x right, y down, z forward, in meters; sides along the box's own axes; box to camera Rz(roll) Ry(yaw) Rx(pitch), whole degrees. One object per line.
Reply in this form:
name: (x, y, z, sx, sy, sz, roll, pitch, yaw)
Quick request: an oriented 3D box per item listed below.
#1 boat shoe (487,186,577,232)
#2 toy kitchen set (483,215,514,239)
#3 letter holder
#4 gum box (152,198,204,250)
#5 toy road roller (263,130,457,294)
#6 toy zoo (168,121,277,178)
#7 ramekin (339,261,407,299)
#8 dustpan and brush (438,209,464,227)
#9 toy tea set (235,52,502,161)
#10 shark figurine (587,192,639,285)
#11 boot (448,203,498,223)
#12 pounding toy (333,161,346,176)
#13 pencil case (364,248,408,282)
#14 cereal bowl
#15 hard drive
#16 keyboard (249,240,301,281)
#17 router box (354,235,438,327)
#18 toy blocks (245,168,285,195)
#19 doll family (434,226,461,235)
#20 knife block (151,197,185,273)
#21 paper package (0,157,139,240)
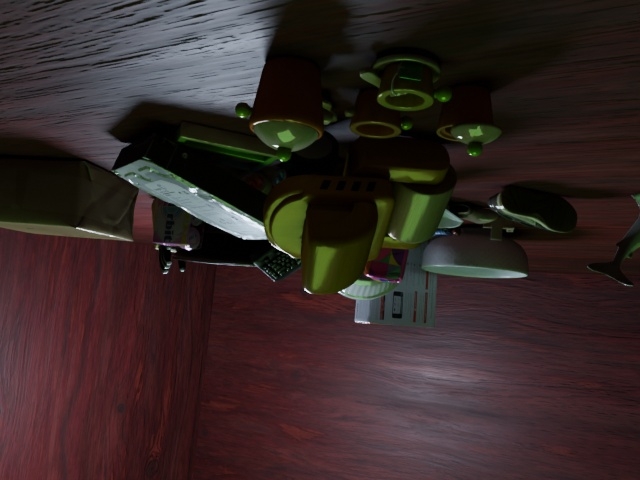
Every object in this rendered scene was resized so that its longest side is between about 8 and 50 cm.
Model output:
boat shoe: (0.482, -0.071, 1.316, 0.224, 0.080, 0.073, 14, 176, -22)
toy kitchen set: (0.504, -0.030, 1.639, 0.083, 0.068, 0.075, 4, 173, 16)
letter holder: (-0.221, -0.033, 1.522, 0.302, 0.152, 0.214, 4, -163, 9)
gum box: (-0.350, -0.070, 1.451, 0.107, 0.188, 0.062, 3, 172, 23)
toy road roller: (0.068, -0.035, 0.986, 0.330, 0.240, 0.202, 2, 139, -7)
toy zoo: (-0.219, -0.171, 1.177, 0.192, 0.030, 0.293, 9, 172, -25)
ramekin: (0.128, 0.031, 1.680, 0.273, 0.272, 0.127, 6, 162, -3)
dustpan and brush: (0.252, -0.065, 1.536, 0.147, 0.060, 0.211, 26, 174, -39)
toy tea set: (0.062, -0.150, 0.758, 0.336, 0.124, 0.200, 3, 173, 18)
shark figurine: (0.680, -0.037, 1.220, 0.116, 0.278, 0.166, 44, -160, -8)
boot: (0.392, -0.072, 1.498, 0.118, 0.042, 0.087, 1, 169, 30)
pounding toy: (0.033, -0.101, 1.212, 0.130, 0.141, 0.100, 1, 143, 33)
pencil case: (0.173, -0.015, 1.378, 0.104, 0.236, 0.104, 13, 178, 1)
cereal bowl: (0.506, 0.039, 1.899, 0.339, 0.141, 0.339, 5, 173, 1)
hard drive: (-0.236, -0.096, 1.188, 0.339, 0.064, 0.237, 30, 163, -31)
keyboard: (-0.027, -0.034, 1.358, 0.317, 0.033, 0.201, -36, 131, 8)
router box: (0.270, 0.128, 2.003, 0.301, 0.335, 0.082, 10, 171, -34)
toy blocks: (-0.115, -0.133, 1.316, 0.123, 0.054, 0.148, 4, 173, 6)
doll family: (0.320, -0.047, 1.651, 0.193, 0.076, 0.111, 5, 171, -41)
knife block: (-0.453, -0.016, 1.743, 0.088, 0.242, 0.276, 11, 171, -28)
paper package: (-0.699, -0.104, 1.530, 0.325, 0.168, 0.309, 3, 174, 10)
